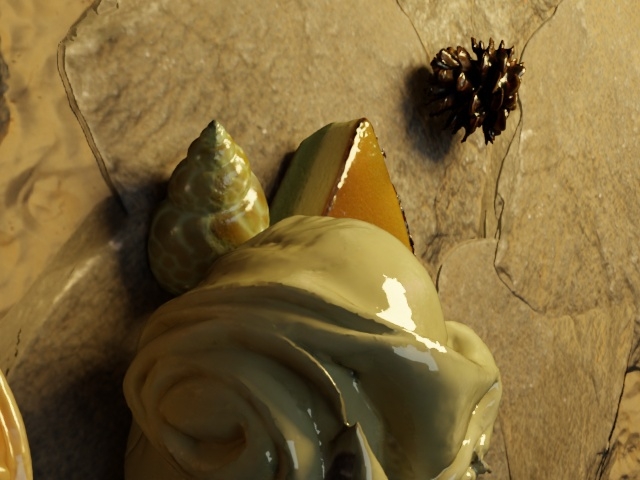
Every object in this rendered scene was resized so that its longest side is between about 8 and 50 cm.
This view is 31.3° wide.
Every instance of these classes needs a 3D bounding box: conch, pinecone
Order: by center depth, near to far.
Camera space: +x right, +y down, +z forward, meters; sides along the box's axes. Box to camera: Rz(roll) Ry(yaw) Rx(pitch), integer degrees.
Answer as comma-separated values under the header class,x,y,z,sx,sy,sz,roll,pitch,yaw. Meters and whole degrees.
class,x,y,z,sx,sy,sz,roll,pitch,yaw
conch,-0.106,-0.021,1.145,0.116,0.106,0.173,22,86,-23
pinecone,0.191,-0.191,1.430,0.120,0.140,0.140,15,72,2

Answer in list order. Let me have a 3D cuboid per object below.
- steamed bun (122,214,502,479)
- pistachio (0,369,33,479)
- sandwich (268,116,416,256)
class,x,y,z,sx,sy,sz,roll,pitch,yaw
steamed bun,-0.025,0.161,1.005,0.368,0.342,0.255,-70,162,7
pistachio,-0.327,0.185,0.842,0.230,0.230,0.309,-14,93,-44
sandwich,0.000,0.000,1.239,0.186,0.108,0.220,-33,112,-42
